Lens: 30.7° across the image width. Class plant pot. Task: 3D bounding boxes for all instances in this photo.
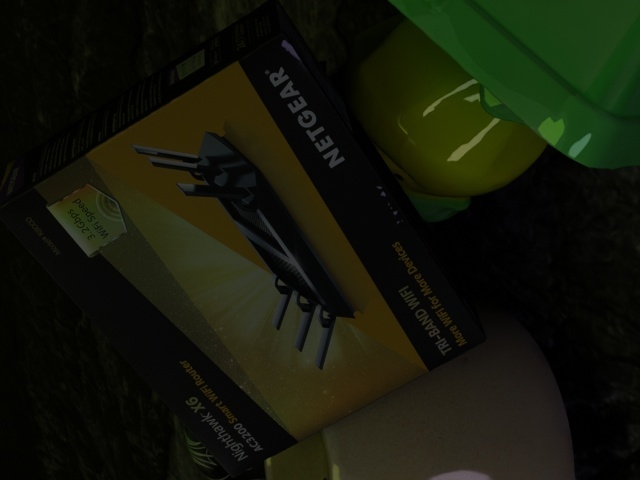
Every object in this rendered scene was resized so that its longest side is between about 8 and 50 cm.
[{"bbox_3d":[0.062,0.196,1.049,0.284,0.191,0.284,6,97,61],"label":"plant pot"}]

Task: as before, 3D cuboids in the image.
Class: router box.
[{"bbox_3d":[-0.052,0.010,0.891,0.243,0.081,0.309,-30,119,11],"label":"router box"}]

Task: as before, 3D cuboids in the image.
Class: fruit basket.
[{"bbox_3d":[0.105,-0.159,0.869,0.392,0.283,0.392,4,98,35],"label":"fruit basket"}]

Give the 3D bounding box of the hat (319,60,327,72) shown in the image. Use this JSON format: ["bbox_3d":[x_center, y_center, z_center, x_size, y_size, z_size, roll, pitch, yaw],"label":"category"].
[{"bbox_3d":[0.000,0.000,1.117,0.134,0.331,0.331,17,134,-10],"label":"hat"}]

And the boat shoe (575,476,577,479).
[{"bbox_3d":[0.196,0.241,1.081,0.226,0.076,0.083,52,138,16],"label":"boat shoe"}]

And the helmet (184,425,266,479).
[{"bbox_3d":[-0.073,0.203,1.306,0.161,0.169,0.169,-6,104,31],"label":"helmet"}]
